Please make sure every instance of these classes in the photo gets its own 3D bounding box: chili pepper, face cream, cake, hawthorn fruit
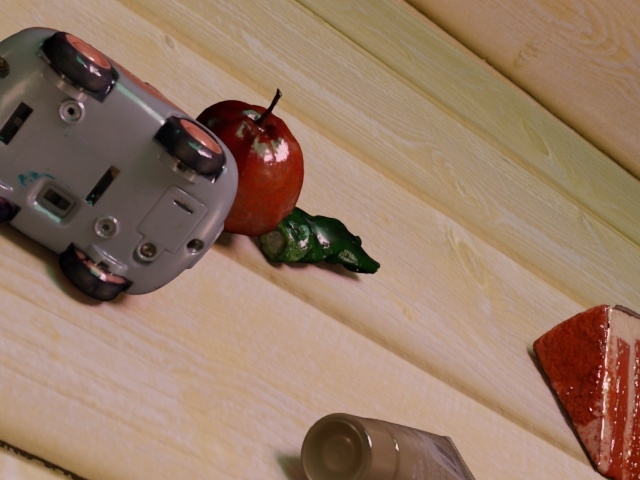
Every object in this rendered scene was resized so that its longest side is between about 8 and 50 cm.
[{"bbox_3d":[0.001,-0.002,1.733,0.098,0.061,0.224,48,23,28],"label":"chili pepper"},{"bbox_3d":[0.100,0.248,1.444,0.341,0.084,0.137,25,29,-56],"label":"face cream"},{"bbox_3d":[0.406,0.243,2.001,0.158,0.160,0.262,27,61,-35],"label":"cake"},{"bbox_3d":[-0.088,-0.099,1.578,0.157,0.194,0.157,17,37,-13],"label":"hawthorn fruit"}]

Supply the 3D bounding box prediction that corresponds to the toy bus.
[{"bbox_3d":[-0.231,-0.091,1.353,0.288,0.194,0.232,35,11,-19],"label":"toy bus"}]
